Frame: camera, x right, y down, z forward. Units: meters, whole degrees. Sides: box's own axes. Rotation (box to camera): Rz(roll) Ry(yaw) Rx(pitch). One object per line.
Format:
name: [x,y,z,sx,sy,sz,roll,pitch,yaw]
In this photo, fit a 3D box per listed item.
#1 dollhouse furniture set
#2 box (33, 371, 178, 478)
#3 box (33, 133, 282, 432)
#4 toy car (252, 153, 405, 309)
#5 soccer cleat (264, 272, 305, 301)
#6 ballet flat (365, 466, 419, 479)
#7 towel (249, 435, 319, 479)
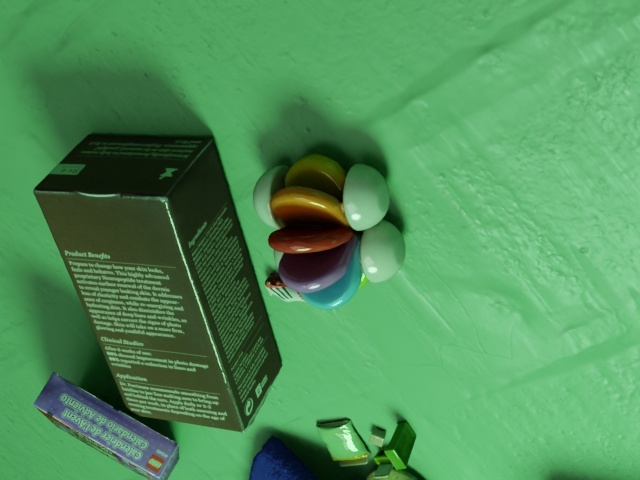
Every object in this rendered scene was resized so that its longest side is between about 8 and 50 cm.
dollhouse furniture set: [0.058,0.294,1.497,0.152,0.058,0.076,-14,119,34]
box: [-0.307,0.287,1.583,0.201,0.057,0.293,29,163,2]
box: [-0.196,0.058,1.374,0.191,0.143,0.381,5,130,24]
toy car: [0.000,0.000,1.226,0.159,0.136,0.182,-1,126,26]
soccer cleat: [-0.033,0.066,1.375,0.083,0.029,0.035,13,140,21]
ballet flat: [0.150,0.484,1.571,0.123,0.123,0.348,-6,124,30]
towel: [0.010,0.452,1.573,0.308,0.076,0.227,40,136,31]
